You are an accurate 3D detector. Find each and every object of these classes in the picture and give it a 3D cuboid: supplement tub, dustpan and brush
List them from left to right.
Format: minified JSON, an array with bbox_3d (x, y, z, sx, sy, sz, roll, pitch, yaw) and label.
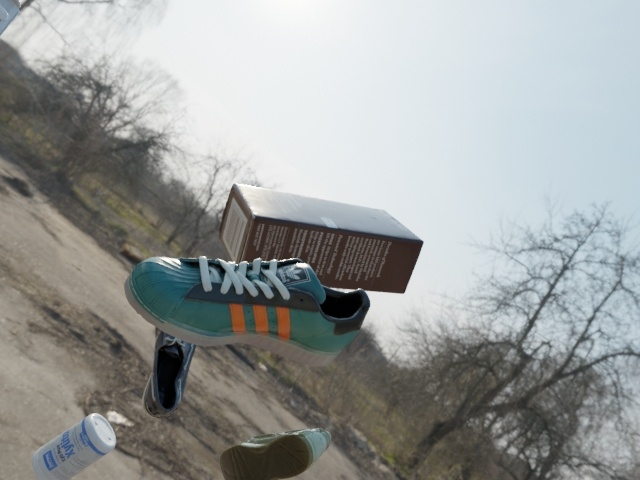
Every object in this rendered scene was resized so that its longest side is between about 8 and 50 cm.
[{"bbox_3d":[-0.719,-0.526,1.022,0.060,0.147,0.211,9,-26,18],"label":"dustpan and brush"},{"bbox_3d":[-0.399,0.341,0.796,0.071,0.107,0.071,54,-9,13],"label":"supplement tub"}]

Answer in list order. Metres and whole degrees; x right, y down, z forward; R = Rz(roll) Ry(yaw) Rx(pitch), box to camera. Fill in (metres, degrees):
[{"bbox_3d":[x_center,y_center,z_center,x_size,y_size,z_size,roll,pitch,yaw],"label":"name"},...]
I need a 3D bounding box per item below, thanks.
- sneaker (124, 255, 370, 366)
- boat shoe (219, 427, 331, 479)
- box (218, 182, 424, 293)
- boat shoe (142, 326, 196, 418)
[{"bbox_3d":[-0.071,0.063,0.593,0.302,0.121,0.108,21,29,-33],"label":"sneaker"},{"bbox_3d":[-0.055,0.246,0.556,0.048,0.153,0.056,-1,62,-53],"label":"boat shoe"},{"bbox_3d":[0.000,0.000,1.026,0.381,0.143,0.191,9,21,-27],"label":"box"},{"bbox_3d":[-0.229,0.175,0.778,0.075,0.206,0.065,19,-26,-26],"label":"boat shoe"}]
